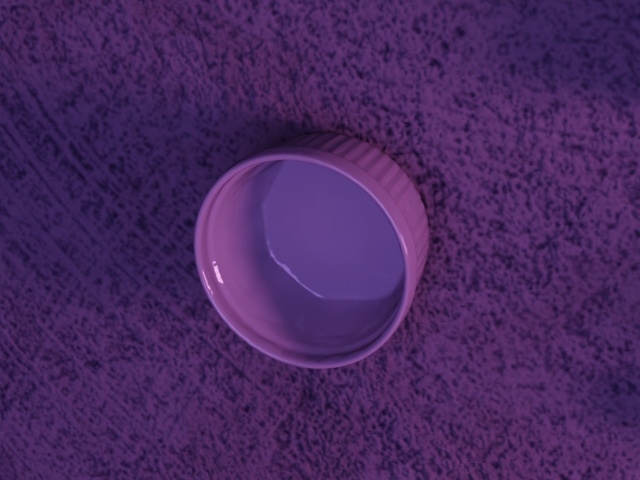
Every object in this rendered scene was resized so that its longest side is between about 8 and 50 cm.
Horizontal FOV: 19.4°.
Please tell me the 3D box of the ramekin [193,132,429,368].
[{"bbox_3d":[0.000,0.000,1.686,0.207,0.109,0.207,8,115,18],"label":"ramekin"}]
